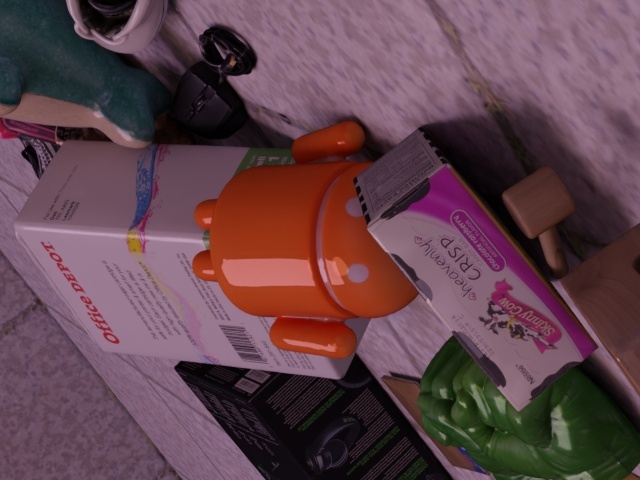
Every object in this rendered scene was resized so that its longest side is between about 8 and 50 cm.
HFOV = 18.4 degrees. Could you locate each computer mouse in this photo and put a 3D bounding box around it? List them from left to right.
[{"bbox_3d":[-0.097,-0.135,1.761,0.071,0.041,0.242,48,166,4],"label":"computer mouse"}]

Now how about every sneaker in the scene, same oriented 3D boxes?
[{"bbox_3d":[-0.272,-0.072,2.316,0.299,0.112,0.121,53,166,-22],"label":"sneaker"},{"bbox_3d":[-0.180,-0.205,1.653,0.094,0.091,0.258,10,161,2],"label":"sneaker"}]

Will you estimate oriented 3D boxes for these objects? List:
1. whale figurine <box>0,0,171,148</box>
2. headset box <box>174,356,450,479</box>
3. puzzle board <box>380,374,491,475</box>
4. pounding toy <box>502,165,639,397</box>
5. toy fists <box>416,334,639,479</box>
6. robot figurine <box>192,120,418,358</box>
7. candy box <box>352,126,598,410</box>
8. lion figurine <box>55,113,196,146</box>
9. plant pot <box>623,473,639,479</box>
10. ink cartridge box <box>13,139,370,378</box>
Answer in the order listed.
[{"bbox_3d":[-0.257,-0.185,1.793,0.272,0.141,0.216,25,-153,-2],"label":"whale figurine"},{"bbox_3d":[0.000,0.223,2.258,0.283,0.131,0.246,53,165,-19],"label":"headset box"},{"bbox_3d":[0.121,0.190,2.051,0.128,0.011,0.096,50,165,-13],"label":"puzzle board"},{"bbox_3d":[0.201,0.027,1.190,0.206,0.094,0.181,53,-175,-20],"label":"pounding toy"},{"bbox_3d":[0.158,0.143,1.636,0.142,0.096,0.279,50,168,-4],"label":"toy fists"},{"bbox_3d":[0.000,-0.002,1.578,0.219,0.158,0.128,0,136,37],"label":"robot figurine"},{"bbox_3d":[0.101,0.012,1.361,0.159,0.071,0.233,50,-174,-9],"label":"candy box"},{"bbox_3d":[-0.242,-0.155,2.013,0.392,0.142,0.240,59,-179,16],"label":"lion figurine"},{"bbox_3d":[0.261,0.275,1.677,0.134,0.095,0.134,45,166,14],"label":"plant pot"},{"bbox_3d":[-0.112,0.015,1.832,0.278,0.117,0.201,4,142,31],"label":"ink cartridge box"}]
